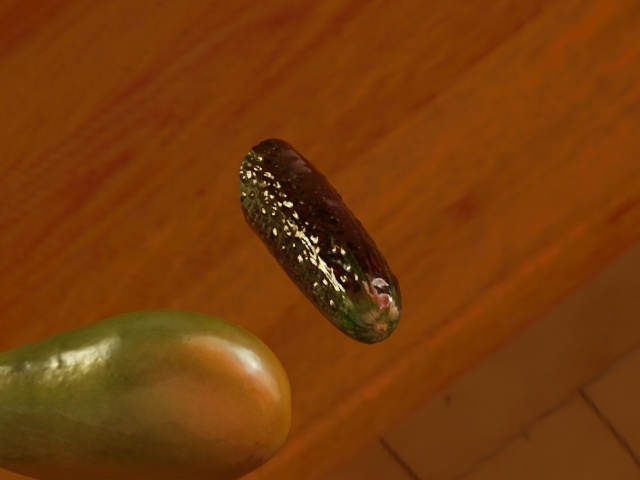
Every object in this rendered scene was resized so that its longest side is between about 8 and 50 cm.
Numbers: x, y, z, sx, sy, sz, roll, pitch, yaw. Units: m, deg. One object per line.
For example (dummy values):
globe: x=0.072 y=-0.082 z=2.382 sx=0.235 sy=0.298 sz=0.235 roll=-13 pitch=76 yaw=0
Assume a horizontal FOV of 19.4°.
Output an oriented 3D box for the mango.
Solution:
mango: x=-0.144 y=0.125 z=1.362 sx=0.251 sy=0.114 sz=0.156 roll=-12 pitch=145 yaw=10

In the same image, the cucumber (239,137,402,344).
cucumber: x=0.000 y=0.001 z=1.439 sx=0.074 sy=0.241 sz=0.074 roll=-11 pitch=122 yaw=-19
